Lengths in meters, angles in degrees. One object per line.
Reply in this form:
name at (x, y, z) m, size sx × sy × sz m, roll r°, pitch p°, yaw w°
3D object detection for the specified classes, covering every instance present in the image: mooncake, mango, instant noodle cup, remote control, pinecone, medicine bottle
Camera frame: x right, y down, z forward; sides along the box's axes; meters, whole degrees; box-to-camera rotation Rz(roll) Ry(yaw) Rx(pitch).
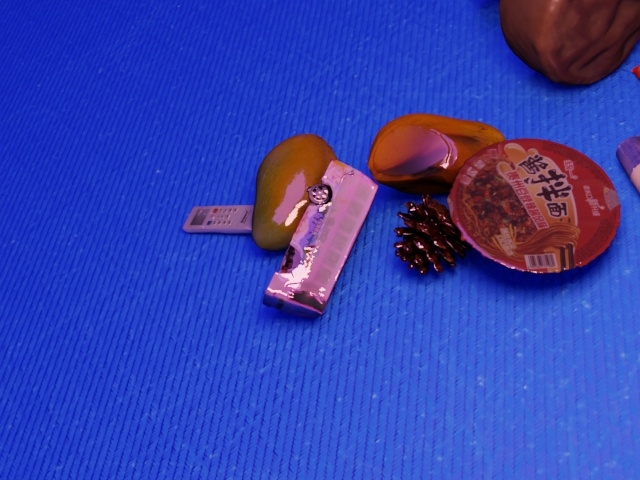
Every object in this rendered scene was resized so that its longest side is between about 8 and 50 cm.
mooncake at (0.468, -0.425, 1.796) m, size 0.284 × 0.284 × 0.155 m, roll -35°, pitch 46°, yaw -10°
mango at (0.206, -0.150, 1.738) m, size 0.236 × 0.166 × 0.136 m, roll -2°, pitch 77°, yaw 24°
instant noodle cup at (0.341, -0.035, 1.611) m, size 0.274 × 0.090 × 0.274 m, roll -1°, pitch 54°, yaw 2°
remote control at (-0.182, -0.037, 1.897) m, size 0.162 × 0.029 × 0.061 m, roll 1°, pitch 48°, yaw 29°
mango at (-0.050, -0.090, 1.828) m, size 0.157 × 0.114 × 0.251 m, roll 7°, pitch 52°, yaw 13°
pinecone at (0.179, -0.006, 1.649) m, size 0.120 × 0.140 × 0.140 m, roll -55°, pitch 46°, yaw 10°
medicine bottle at (0.547, -0.077, 1.605) m, size 0.059 × 0.059 × 0.230 m, roll -20°, pitch 45°, yaw 5°

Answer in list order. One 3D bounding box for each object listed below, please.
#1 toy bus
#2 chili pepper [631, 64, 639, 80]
toy bus at (0.000, 0.000, 1.698) m, size 0.112 × 0.090 × 0.274 m, roll 25°, pitch 71°, yaw 2°
chili pepper at (0.630, -0.288, 1.768) m, size 0.191 × 0.050 × 0.059 m, roll 29°, pitch 81°, yaw 47°
